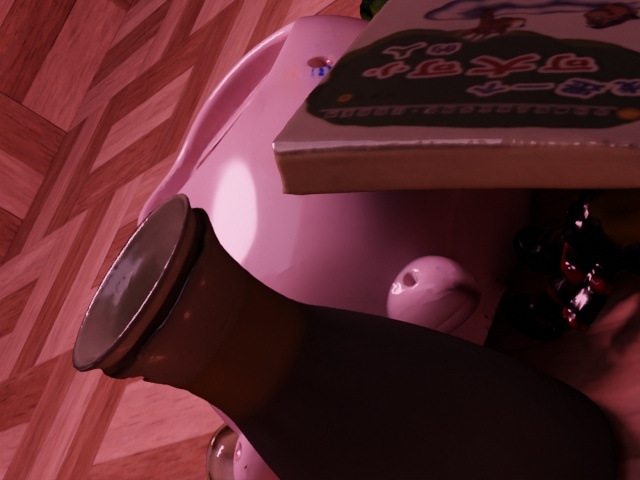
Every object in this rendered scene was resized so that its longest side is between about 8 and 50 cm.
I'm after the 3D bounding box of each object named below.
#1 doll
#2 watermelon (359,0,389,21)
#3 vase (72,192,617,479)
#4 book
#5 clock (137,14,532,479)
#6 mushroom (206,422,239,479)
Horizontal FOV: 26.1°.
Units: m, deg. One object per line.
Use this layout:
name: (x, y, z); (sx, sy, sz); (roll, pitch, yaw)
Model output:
doll: (0.207, -0.015, 0.918); (0.248, 0.088, 0.127); (-36, 59, 55)
watermelon: (0.146, -0.297, 1.435); (0.301, 0.123, 0.129); (-44, 4, 26)
vase: (0.014, 0.103, 0.852); (0.173, 0.321, 0.173); (-45, 25, 29)
book: (0.151, -0.143, 0.965); (0.260, 0.043, 0.371); (0, 33, 25)
clock: (0.000, 0.000, 1.116); (0.368, 0.250, 0.377); (-47, 24, 25)
mushroom: (-0.042, 0.208, 1.155); (0.092, 0.081, 0.223); (-51, 22, 3)
